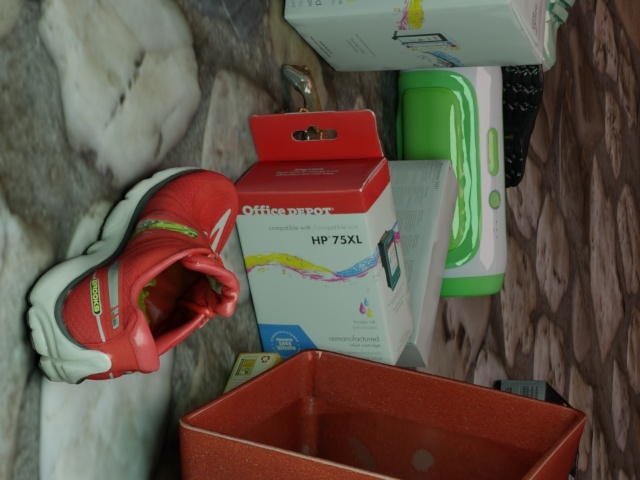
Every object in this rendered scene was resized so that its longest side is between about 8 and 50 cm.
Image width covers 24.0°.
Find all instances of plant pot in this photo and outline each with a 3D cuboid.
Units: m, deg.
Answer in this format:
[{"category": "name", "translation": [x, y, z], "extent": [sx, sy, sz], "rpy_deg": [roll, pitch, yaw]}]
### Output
[{"category": "plant pot", "translation": [0.046, 0.255, 1.249], "extent": [0.267, 0.267, 0.236], "rpy_deg": [-23, 122, -65]}]

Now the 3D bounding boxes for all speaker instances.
[{"category": "speaker", "translation": [0.157, -0.085, 1.795], "extent": [0.131, 0.131, 0.297], "rpy_deg": [-10, 99, -68]}]

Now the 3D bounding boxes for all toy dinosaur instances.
[{"category": "toy dinosaur", "translation": [-0.004, -0.069, 1.492], "extent": [0.112, 0.064, 0.212], "rpy_deg": [-33, 120, -66]}]

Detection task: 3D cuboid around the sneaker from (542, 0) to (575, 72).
[{"category": "sneaker", "translation": [0.400, -0.396, 2.393], "extent": [0.094, 0.151, 0.256], "rpy_deg": [5, 85, -70]}]

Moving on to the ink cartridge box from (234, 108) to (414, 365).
[{"category": "ink cartridge box", "translation": [0.000, 0.000, 1.403], "extent": [0.078, 0.134, 0.231], "rpy_deg": [-52, 136, -56]}]

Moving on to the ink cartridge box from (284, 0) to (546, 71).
[{"category": "ink cartridge box", "translation": [0.104, -0.281, 1.535], "extent": [0.168, 0.232, 0.171], "rpy_deg": [35, 57, -66]}]

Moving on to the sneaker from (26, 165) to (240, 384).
[{"category": "sneaker", "translation": [-0.110, 0.030, 1.147], "extent": [0.279, 0.118, 0.107], "rpy_deg": [-55, 140, -55]}]

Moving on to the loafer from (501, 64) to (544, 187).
[{"category": "loafer", "translation": [0.270, -0.182, 2.139], "extent": [0.078, 0.076, 0.223], "rpy_deg": [-84, 179, -57]}]

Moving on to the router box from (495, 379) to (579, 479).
[{"category": "router box", "translation": [0.320, 0.383, 2.258], "extent": [0.243, 0.081, 0.309], "rpy_deg": [41, 52, -61]}]

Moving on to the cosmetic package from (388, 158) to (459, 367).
[{"category": "cosmetic package", "translation": [0.086, 0.023, 1.664], "extent": [0.060, 0.098, 0.239], "rpy_deg": [59, 37, -51]}]

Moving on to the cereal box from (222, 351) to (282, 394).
[{"category": "cereal box", "translation": [-0.064, 0.243, 1.349], "extent": [0.240, 0.047, 0.173], "rpy_deg": [-67, 147, -44]}]
